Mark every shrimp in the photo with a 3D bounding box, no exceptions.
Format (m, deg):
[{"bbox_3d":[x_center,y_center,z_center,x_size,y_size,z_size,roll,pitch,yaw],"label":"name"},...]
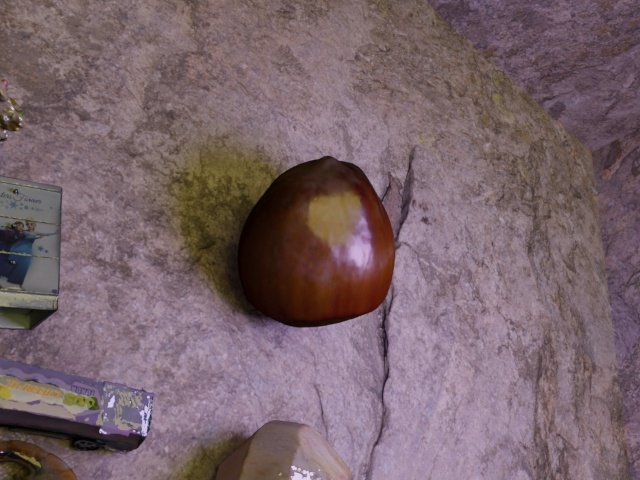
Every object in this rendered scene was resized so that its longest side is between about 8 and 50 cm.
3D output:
[{"bbox_3d":[-0.472,0.356,0.905,0.254,0.059,0.145,23,46,-26],"label":"shrimp"}]

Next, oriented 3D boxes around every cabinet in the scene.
[{"bbox_3d":[-0.505,0.022,0.985,0.145,0.150,0.206,10,64,-39],"label":"cabinet"}]

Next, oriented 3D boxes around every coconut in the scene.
[{"bbox_3d":[-0.070,0.453,1.116,0.259,0.259,0.260,20,57,-34],"label":"coconut"}]

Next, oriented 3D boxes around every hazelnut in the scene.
[{"bbox_3d":[0.000,0.009,1.322,0.365,0.365,0.366,20,57,-34],"label":"hazelnut"}]

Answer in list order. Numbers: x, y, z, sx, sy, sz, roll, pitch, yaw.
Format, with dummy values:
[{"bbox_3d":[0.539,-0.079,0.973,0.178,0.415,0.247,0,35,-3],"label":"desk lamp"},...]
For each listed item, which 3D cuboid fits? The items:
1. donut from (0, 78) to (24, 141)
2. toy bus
[{"bbox_3d":[-0.654,-0.187,0.899,0.307,0.150,0.371,25,43,7],"label":"donut"},{"bbox_3d":[-0.412,0.250,0.963,0.316,0.138,0.113,22,58,-31],"label":"toy bus"}]
